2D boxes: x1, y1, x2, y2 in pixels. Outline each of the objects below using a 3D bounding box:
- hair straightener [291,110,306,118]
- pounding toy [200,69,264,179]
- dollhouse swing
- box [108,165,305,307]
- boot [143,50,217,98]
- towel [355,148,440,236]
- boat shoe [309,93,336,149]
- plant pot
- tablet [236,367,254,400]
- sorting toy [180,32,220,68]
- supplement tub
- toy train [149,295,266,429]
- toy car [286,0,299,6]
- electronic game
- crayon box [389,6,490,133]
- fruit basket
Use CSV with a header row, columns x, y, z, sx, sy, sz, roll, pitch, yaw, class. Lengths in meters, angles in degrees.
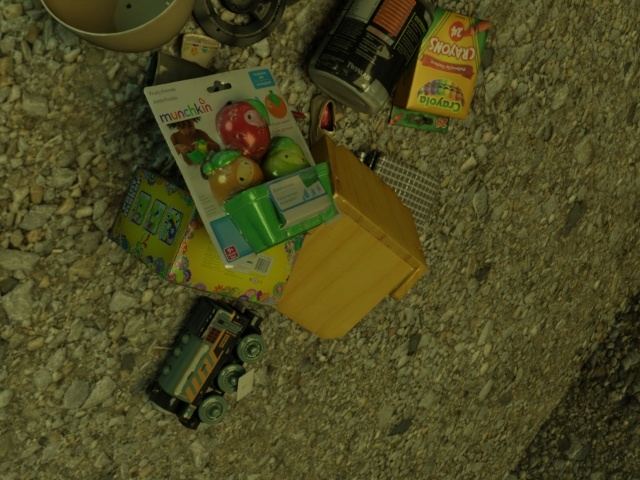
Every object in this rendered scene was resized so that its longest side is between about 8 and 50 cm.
x,y,z,sx,sy,sz,roll,pitch,yaw,class
-0.113,-0.265,1.675,0.230,0.047,0.089,-5,114,-61,hair straightener
-0.212,-0.217,1.493,0.155,0.154,0.270,-6,113,-33,pounding toy
0.028,0.006,1.766,0.305,0.315,0.347,-36,128,24,dollhouse swing
-0.246,-0.006,1.556,0.290,0.279,0.177,19,94,-43,box
-0.275,-0.295,1.551,0.208,0.076,0.190,-2,109,-41,boot
0.187,-0.105,1.986,0.283,0.121,0.235,18,95,-43,towel
0.011,-0.276,1.806,0.063,0.059,0.170,-22,121,-31,boat shoe
-0.343,-0.457,1.322,0.284,0.284,0.191,-55,167,-7,plant pot
-0.182,0.351,1.763,0.054,0.006,0.083,-31,142,-41,tablet
-0.266,-0.397,1.539,0.083,0.045,0.075,0,125,-32,sorting toy
0.133,-0.490,1.717,0.207,0.207,0.338,34,85,-43,supplement tub
-0.276,0.297,1.769,0.190,0.142,0.334,34,87,-31,toy train
-0.015,-0.610,1.626,0.188,0.149,0.155,-28,125,7,toy car
-0.174,-0.532,1.550,0.229,0.048,0.229,-14,118,-27,electronic game
0.318,-0.449,1.945,0.202,0.081,0.319,4,106,-26,crayon box
-0.125,-0.158,1.364,0.327,0.165,0.353,-24,95,-45,fruit basket
